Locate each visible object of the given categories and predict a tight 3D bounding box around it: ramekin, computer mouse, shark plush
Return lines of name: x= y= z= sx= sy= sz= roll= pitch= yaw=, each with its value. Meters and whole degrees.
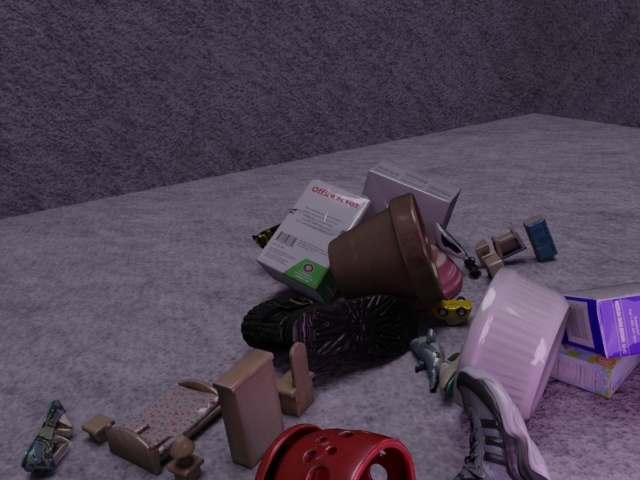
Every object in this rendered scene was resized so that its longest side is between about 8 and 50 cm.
ramekin: x=0.347 y=0.192 z=1.030 sx=0.127 sy=0.273 sz=0.273 roll=20 pitch=31 yaw=27
computer mouse: x=0.370 y=0.026 z=1.601 sx=0.042 sy=0.193 sz=0.106 roll=-41 pitch=19 yaw=18
shark plush: x=0.228 y=0.260 z=1.211 sx=0.067 sy=0.073 sz=0.161 roll=-23 pitch=39 yaw=14

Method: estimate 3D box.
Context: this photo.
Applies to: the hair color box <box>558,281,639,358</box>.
hair color box: x=0.624 y=0.126 z=1.035 sx=0.338 sy=0.110 sz=0.185 roll=-10 pitch=-2 yaw=0

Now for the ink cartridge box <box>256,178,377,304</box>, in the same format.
ink cartridge box: x=0.000 y=0.000 z=1.580 sx=0.211 sy=0.121 sz=0.289 roll=24 pitch=72 yaw=33

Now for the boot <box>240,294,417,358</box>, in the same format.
boot: x=0.018 y=0.190 z=1.321 sx=0.347 sy=0.131 sz=0.260 roll=4 pitch=-7 yaw=-29

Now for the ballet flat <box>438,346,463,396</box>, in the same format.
ballet flat: x=0.265 y=0.259 z=1.152 sx=0.052 sy=0.057 sz=0.168 roll=21 pitch=24 yaw=32

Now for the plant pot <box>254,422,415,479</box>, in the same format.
plant pot: x=0.016 y=0.352 z=0.806 sx=0.174 sy=0.191 sz=0.191 roll=4 pitch=23 yaw=40

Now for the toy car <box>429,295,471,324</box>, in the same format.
toy car: x=0.406 y=0.161 z=1.369 sx=0.239 sy=0.053 sz=0.225 roll=14 pitch=29 yaw=43

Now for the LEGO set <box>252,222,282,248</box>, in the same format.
LEGO set: x=-0.028 y=0.009 z=1.809 sx=0.331 sy=0.192 sz=0.255 roll=-24 pitch=3 yaw=-14

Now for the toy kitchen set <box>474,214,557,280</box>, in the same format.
toy kitchen set: x=0.551 y=0.048 z=1.583 sx=0.207 sy=0.122 sz=0.166 roll=-26 pitch=19 yaw=8

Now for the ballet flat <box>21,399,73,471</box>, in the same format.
ballet flat: x=-0.513 y=0.377 z=1.113 sx=0.070 sy=0.070 sz=0.188 roll=-9 pitch=22 yaw=-4

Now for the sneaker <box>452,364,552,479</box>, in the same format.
sneaker: x=0.229 y=0.317 z=0.840 sx=0.153 sy=0.101 sz=0.269 roll=-18 pitch=55 yaw=-7

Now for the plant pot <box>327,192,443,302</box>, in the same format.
plant pot: x=0.147 y=0.043 z=1.369 sx=0.229 sy=0.263 sz=0.263 roll=-17 pitch=19 yaw=12

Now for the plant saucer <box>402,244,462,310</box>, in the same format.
plant saucer: x=0.219 y=0.085 z=1.590 sx=0.332 sy=0.084 sz=0.332 roll=-7 pitch=20 yaw=2

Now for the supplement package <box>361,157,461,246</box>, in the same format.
supplement package: x=0.265 y=-0.101 z=1.787 sx=0.261 sy=0.204 sz=0.145 roll=25 pitch=32 yaw=18

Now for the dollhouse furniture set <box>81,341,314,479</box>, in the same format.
dollhouse furniture set: x=-0.240 y=0.275 z=1.115 sx=0.355 sy=0.174 sz=0.303 roll=7 pitch=24 yaw=33

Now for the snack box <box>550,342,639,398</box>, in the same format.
snack box: x=0.515 y=0.214 z=1.166 sx=0.174 sy=0.070 sz=0.207 roll=-24 pitch=25 yaw=-37
